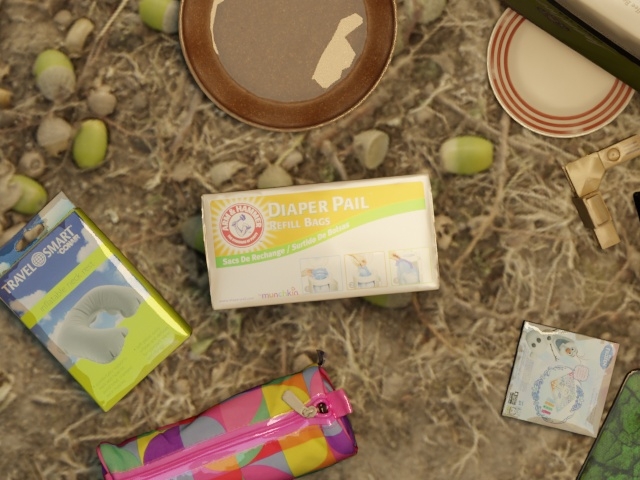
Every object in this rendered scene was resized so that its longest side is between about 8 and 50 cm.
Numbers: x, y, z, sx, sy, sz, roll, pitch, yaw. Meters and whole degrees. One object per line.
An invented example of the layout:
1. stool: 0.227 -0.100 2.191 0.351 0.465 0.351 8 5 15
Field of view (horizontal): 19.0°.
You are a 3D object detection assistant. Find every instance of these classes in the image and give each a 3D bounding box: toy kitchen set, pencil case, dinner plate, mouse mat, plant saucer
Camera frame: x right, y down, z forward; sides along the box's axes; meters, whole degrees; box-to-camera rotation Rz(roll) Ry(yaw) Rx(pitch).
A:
1. toy kitchen set: 0.269 -0.044 1.726 0.075 0.068 0.083 -24 92 1
2. pencil case: -0.082 0.187 1.723 0.236 0.104 0.104 -23 92 2
3. dinner plate: 0.222 -0.164 1.749 0.141 0.017 0.141 0 93 0
4. mouse mat: 0.315 0.230 1.766 0.153 0.007 0.189 25 93 0
5. plant saucer: -0.029 -0.197 1.740 0.199 0.036 0.198 0 92 1

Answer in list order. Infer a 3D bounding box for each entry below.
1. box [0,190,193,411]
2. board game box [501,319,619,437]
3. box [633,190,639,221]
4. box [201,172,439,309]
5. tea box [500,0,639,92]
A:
1. box: -0.215 0.055 1.747 0.109 0.042 0.178 -43 92 1
2. board game box: 0.220 0.127 1.756 0.090 0.020 0.090 14 92 1
3. box: 0.346 0.022 1.683 0.093 0.158 0.156 -15 92 2
4. box: 0.000 0.000 1.708 0.203 0.114 0.103 -5 91 2
5. tea box: 0.352 -0.209 1.581 0.329 0.323 0.220 32 92 -7
